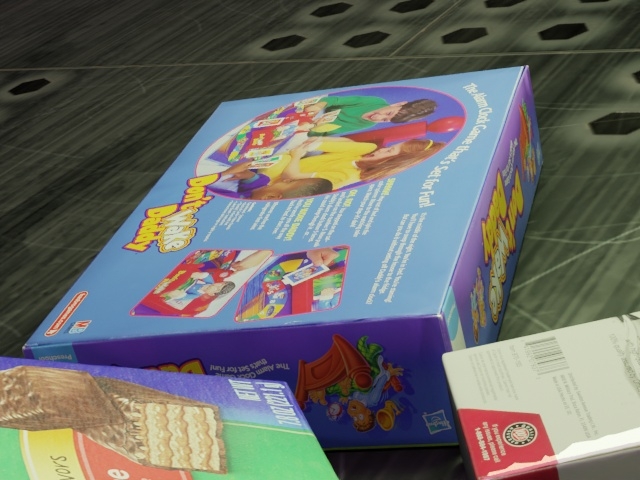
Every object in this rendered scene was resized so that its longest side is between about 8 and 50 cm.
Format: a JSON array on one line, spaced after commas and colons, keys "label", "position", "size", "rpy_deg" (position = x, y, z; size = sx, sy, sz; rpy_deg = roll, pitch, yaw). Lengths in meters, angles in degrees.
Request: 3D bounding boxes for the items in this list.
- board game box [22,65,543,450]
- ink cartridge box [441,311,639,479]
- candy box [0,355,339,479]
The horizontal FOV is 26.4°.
[{"label": "board game box", "position": [0.000, 0.000, 0.848], "size": [0.233, 0.078, 0.347], "rpy_deg": [-5, 26, 19]}, {"label": "ink cartridge box", "position": [0.139, 0.085, 0.610], "size": [0.150, 0.063, 0.109], "rpy_deg": [-12, 24, 2]}, {"label": "candy box", "position": [-0.138, 0.135, 0.437], "size": [0.317, 0.122, 0.268], "rpy_deg": [7, 19, -19]}]
